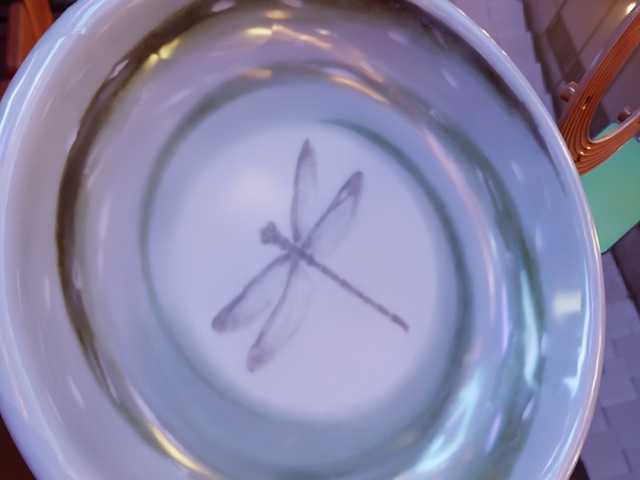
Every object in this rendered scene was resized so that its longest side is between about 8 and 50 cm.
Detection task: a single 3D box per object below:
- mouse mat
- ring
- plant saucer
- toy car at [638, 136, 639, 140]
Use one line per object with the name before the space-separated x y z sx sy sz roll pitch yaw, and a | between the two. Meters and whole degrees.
mouse mat | 0.465 -0.087 1.028 0.153 0.189 0.007 49 -4 11
ring | 0.376 -0.211 0.728 0.032 0.336 0.337 45 -22 27
plant saucer | 0.005 0.013 0.404 0.100 0.400 0.401 -27 -105 61
toy car | 0.789 -0.261 1.296 0.238 0.210 0.219 -61 178 -30
